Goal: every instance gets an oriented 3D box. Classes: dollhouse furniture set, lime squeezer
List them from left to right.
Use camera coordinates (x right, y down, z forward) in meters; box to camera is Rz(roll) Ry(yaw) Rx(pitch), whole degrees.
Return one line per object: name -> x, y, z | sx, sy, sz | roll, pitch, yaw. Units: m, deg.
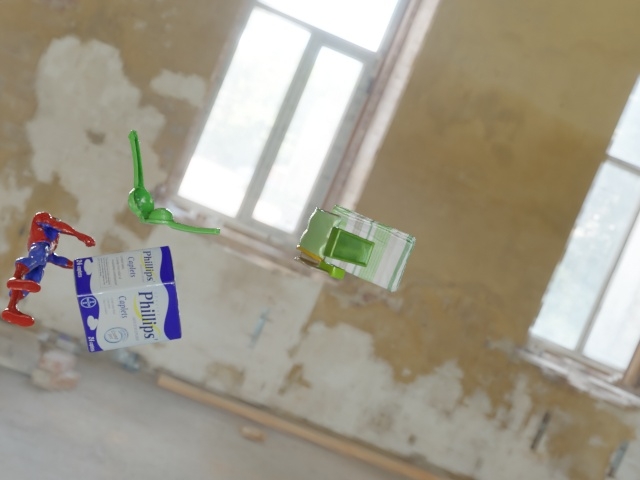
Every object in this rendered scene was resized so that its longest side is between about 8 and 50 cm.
lime squeezer -> -0.297, -0.071, 2.127 | 0.310, 0.110, 0.059 | 47, 4, 32
dollhouse furniture set -> 0.000, 0.000, 1.426 | 0.058, 0.076, 0.151 | 19, 2, -33

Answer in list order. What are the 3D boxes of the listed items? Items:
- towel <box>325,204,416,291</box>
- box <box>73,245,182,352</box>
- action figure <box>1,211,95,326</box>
towel -> 0.075, 0.016, 1.940 | 0.152, 0.113, 0.023 | 22, 27, 6
box -> -0.270, 0.084, 1.603 | 0.137, 0.126, 0.072 | -9, 47, -9
action figure -> -0.403, 0.037, 1.765 | 0.139, 0.091, 0.280 | 13, 25, -13
